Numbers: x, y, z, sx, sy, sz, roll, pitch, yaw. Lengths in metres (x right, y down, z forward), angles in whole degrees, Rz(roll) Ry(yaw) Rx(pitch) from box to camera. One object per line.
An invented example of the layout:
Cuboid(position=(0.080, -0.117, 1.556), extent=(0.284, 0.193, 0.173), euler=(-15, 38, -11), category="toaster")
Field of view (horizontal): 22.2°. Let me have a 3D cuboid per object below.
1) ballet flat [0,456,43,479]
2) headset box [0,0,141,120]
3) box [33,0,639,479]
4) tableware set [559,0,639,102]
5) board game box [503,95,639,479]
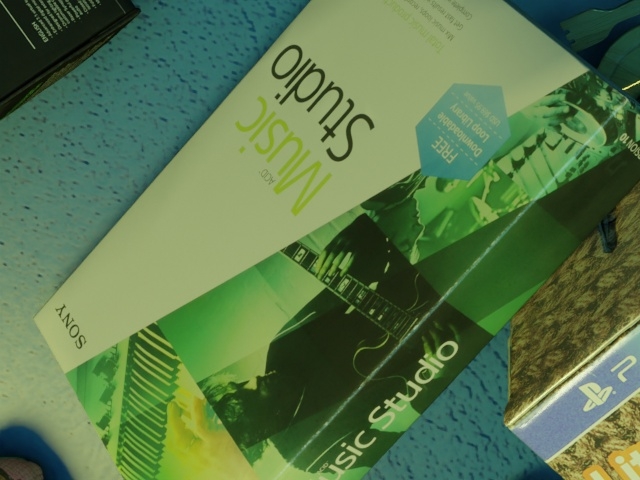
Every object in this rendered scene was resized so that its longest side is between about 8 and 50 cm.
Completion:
Cuboid(position=(-0.159, 0.232, 0.962), extent=(0.077, 0.079, 0.221), euler=(-27, 77, 48), category="ballet flat")
Cuboid(position=(-0.284, -0.125, 0.821), extent=(0.283, 0.131, 0.246), euler=(-42, 100, -32), category="headset box")
Cuboid(position=(0.000, 0.000, 0.869), extent=(0.322, 0.232, 0.058), euler=(-49, 133, 8), category="box")
Cuboid(position=(0.150, -0.069, 0.928), extent=(0.194, 0.039, 0.128), euler=(-22, 112, 21), category="tableware set")
Cuboid(position=(0.244, 0.083, 0.833), extent=(0.291, 0.232, 0.141), euler=(42, 113, -14), category="board game box")
